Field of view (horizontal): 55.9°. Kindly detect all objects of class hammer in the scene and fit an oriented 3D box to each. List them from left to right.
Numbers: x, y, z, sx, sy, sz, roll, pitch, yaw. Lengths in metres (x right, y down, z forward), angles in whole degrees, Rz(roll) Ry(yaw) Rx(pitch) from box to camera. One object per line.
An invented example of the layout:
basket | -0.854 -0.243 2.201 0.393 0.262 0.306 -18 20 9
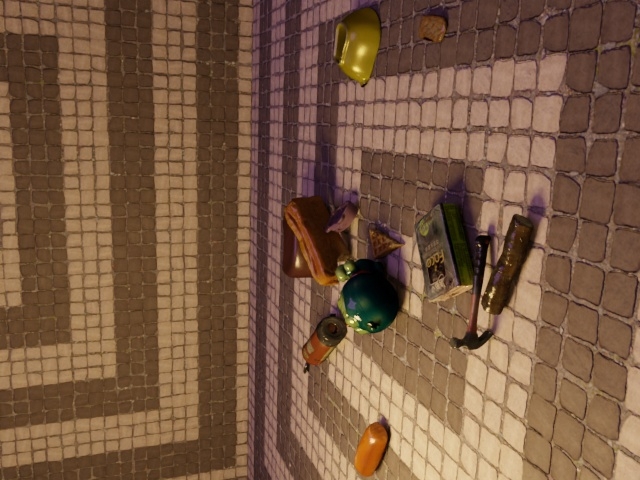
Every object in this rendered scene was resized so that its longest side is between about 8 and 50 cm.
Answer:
hammer | 0.387 0.128 1.498 0.033 0.111 0.287 -174 91 -66

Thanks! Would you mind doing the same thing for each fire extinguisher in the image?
fire extinguisher | 0.014 0.420 2.550 0.200 0.113 0.376 -54 -4 -37

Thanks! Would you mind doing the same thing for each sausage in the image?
sausage | 0.175 0.739 2.126 0.098 0.098 0.238 -118 33 -50

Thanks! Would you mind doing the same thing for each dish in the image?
dish | 0.111 -0.685 2.125 0.221 0.108 0.262 -118 32 -51

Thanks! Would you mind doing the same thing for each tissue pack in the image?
tissue pack | 0.334 0.036 1.647 0.173 0.073 0.235 133 132 -64

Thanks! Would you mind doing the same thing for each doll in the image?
doll | 0.152 0.177 1.992 0.186 0.198 0.321 -35 37 21

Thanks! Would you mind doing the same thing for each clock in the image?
clock | 0.079 -0.078 2.273 0.153 0.050 0.110 -35 26 57

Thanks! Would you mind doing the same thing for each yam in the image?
yam | 0.435 0.059 1.402 0.061 0.061 0.252 -121 36 -53

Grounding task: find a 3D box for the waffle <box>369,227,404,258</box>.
waffle | 0.221 -0.015 2.017 0.191 0.032 0.125 138 129 -62

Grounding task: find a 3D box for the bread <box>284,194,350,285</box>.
bread | 0.000 0.000 2.339 0.109 0.185 0.380 -50 57 43

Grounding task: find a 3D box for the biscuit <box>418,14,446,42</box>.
biscuit | 0.316 -0.601 1.708 0.147 0.018 0.071 -130 44 -61

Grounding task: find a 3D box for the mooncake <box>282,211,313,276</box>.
mooncake | -0.066 0.011 2.582 0.333 0.174 0.325 108 155 -49
